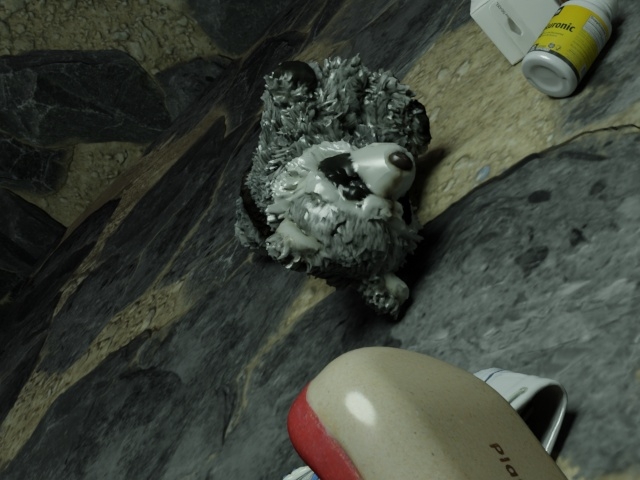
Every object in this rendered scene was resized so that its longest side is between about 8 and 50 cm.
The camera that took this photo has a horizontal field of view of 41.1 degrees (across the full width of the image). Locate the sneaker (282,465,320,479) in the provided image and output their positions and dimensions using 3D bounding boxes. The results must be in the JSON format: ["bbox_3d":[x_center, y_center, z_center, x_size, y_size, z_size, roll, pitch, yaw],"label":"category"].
[{"bbox_3d":[0.004,0.214,0.720,0.135,0.052,0.058,-49,25,-1],"label":"sneaker"}]

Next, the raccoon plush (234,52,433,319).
[{"bbox_3d":[0.000,0.000,1.029,0.446,0.216,0.299,111,169,-55],"label":"raccoon plush"}]

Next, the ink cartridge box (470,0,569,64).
[{"bbox_3d":[0.251,-0.299,1.068,0.090,0.092,0.143,-33,27,32],"label":"ink cartridge box"}]

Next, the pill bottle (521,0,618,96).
[{"bbox_3d":[0.273,-0.217,0.921,0.116,0.065,0.065,-54,22,-15],"label":"pill bottle"}]

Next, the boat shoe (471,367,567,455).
[{"bbox_3d":[0.094,0.175,0.564,0.075,0.083,0.226,-19,35,54],"label":"boat shoe"}]

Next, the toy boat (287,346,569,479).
[{"bbox_3d":[0.058,0.174,0.474,0.151,0.151,0.231,-51,55,23],"label":"toy boat"}]
